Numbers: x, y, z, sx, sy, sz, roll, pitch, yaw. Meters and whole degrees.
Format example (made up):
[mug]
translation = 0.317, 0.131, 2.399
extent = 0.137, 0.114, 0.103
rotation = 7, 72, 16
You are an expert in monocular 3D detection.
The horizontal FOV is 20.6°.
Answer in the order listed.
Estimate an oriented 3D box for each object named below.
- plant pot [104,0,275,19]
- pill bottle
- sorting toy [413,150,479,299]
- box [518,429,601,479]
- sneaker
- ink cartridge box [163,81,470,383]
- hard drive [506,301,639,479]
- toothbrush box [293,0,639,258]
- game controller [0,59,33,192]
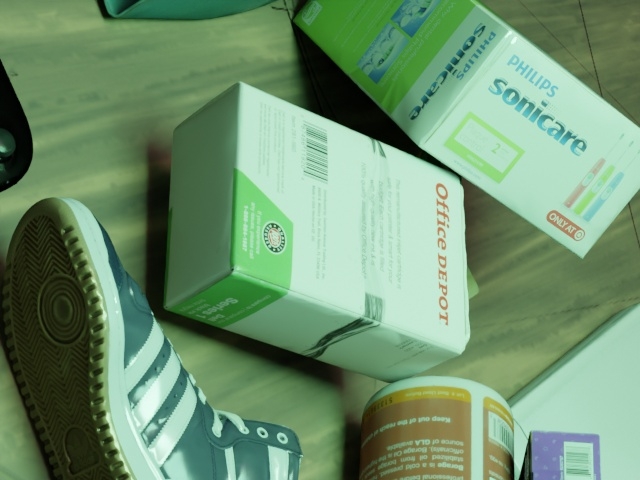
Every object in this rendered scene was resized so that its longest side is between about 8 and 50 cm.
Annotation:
[plant pot]
translation = -0.067, -0.282, 1.443
extent = 0.234, 0.166, 0.165
rotation = -3, 69, -58
[pill bottle]
translation = 0.086, 0.220, 1.321
extent = 0.121, 0.121, 0.216
rotation = 34, 44, -33
[sorting toy]
translation = 0.051, 0.016, 1.475
extent = 0.274, 0.046, 0.132
rotation = -28, 89, -51
[box]
translation = 0.170, 0.316, 1.301
extent = 0.057, 0.201, 0.293
rotation = 4, 54, 2
[sneaker]
translation = -0.108, 0.102, 1.179
extent = 0.153, 0.099, 0.282
rotation = -11, 82, -48
[ink cartridge box]
translation = 0.000, 0.000, 1.320
extent = 0.219, 0.092, 0.160
rotation = 22, 55, -33
[hard drive]
translation = 0.277, 0.215, 1.620
extent = 0.353, 0.047, 0.233
rotation = -28, 89, -54
[toothbrush box]
translation = 0.130, -0.134, 1.502
extent = 0.206, 0.122, 0.283
rotation = 32, 10, -35
[game controller]
translation = -0.307, -0.164, 1.146
extent = 0.166, 0.067, 0.319
rotation = -18, 80, -54
